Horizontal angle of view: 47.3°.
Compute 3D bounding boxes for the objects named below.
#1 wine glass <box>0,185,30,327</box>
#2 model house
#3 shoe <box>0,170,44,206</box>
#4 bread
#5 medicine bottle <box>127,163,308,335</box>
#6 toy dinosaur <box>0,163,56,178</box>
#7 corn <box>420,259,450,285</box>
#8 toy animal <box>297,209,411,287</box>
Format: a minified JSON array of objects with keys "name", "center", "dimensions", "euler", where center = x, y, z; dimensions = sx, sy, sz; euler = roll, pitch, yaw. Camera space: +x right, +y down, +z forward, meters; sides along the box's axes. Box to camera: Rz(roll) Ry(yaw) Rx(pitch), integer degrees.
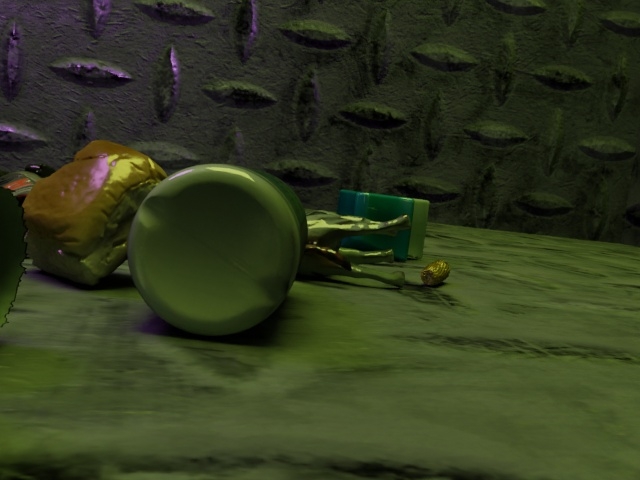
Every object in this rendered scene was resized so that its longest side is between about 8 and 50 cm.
[{"name":"wine glass","center":[-0.259,0.000,0.362],"dimensions":[0.202,0.092,0.093],"euler":[6,5,-3]},{"name":"model house","center":[0.089,-0.025,1.147],"dimensions":[0.127,0.100,0.149],"euler":[9,3,27]},{"name":"shoe","center":[-0.372,-0.044,0.902],"dimensions":[0.195,0.074,0.077],"euler":[13,12,33]},{"name":"bread","center":[-0.189,-0.029,0.620],"dimensions":[0.106,0.082,0.125],"euler":[7,44,46]},{"name":"medicine bottle","center":[-0.066,-0.007,0.620],"dimensions":[0.110,0.110,0.352],"euler":[7,5,0]},{"name":"toy dinosaur","center":[-0.460,-0.079,1.079],"dimensions":[0.187,0.087,0.179],"euler":[5,6,-39]},{"name":"corn","center":[0.139,0.039,0.885],"dimensions":[0.028,0.027,0.083],"euler":[0,4,21]},{"name":"toy animal","center":[0.016,0.000,0.877],"dimensions":[0.170,0.089,0.255],"euler":[1,4,-19]}]
